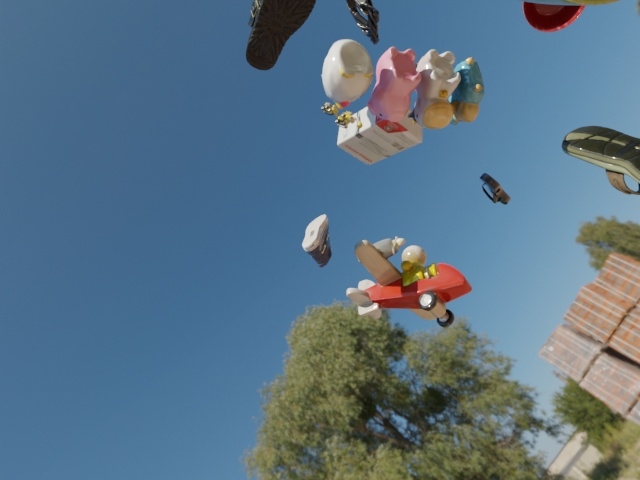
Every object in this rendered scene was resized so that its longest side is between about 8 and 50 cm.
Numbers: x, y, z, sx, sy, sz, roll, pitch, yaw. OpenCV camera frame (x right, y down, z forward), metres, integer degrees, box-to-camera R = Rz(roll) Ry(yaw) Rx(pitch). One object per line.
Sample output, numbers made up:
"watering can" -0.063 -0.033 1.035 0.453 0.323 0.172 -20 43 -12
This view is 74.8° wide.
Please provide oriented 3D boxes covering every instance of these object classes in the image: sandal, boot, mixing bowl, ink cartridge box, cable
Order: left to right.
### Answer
"boot" -0.126 -0.722 1.272 0.131 0.260 0.348 23 -38 -28
"boot" 0.000 0.000 1.253 0.086 0.069 0.190 56 -151 -21
"cable" 0.126 -0.653 1.202 0.047 0.184 0.150 -31 -34 6
"ink cartridge box" 0.226 -0.418 1.617 0.197 0.273 0.114 23 -116 -35
"sandal" 0.624 -0.181 1.528 0.054 0.097 0.254 -51 -35 15
"mixing bowl" 0.736 -0.764 1.325 0.098 0.181 0.181 -59 -22 -54
"sandal" 0.642 -0.149 0.861 0.120 0.303 0.086 -27 -49 -8

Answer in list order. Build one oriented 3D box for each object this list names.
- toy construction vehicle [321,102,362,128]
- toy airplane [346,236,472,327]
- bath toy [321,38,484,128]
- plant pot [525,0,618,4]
"toy construction vehicle" 0.061 -0.341 1.143 0.035 0.098 0.086 -62 -29 -3
"toy airplane" 0.285 0.143 1.453 0.386 0.384 0.272 96 -167 -62
"bath toy" 0.159 -0.304 0.852 0.348 0.129 0.151 0 -101 -22
"plant pot" 0.314 -0.470 0.598 0.275 0.293 0.275 -3 -68 -7
